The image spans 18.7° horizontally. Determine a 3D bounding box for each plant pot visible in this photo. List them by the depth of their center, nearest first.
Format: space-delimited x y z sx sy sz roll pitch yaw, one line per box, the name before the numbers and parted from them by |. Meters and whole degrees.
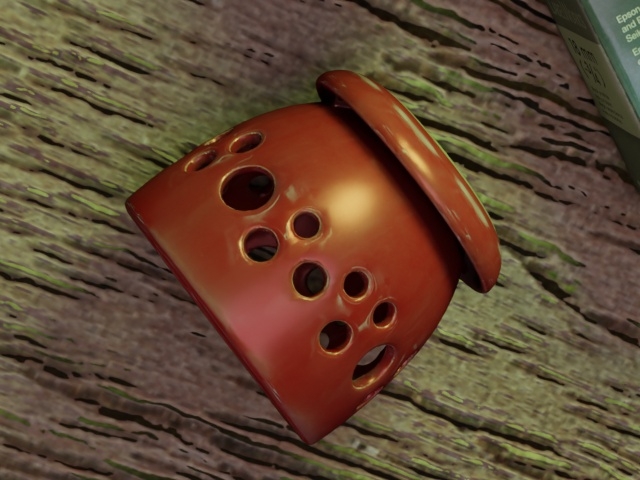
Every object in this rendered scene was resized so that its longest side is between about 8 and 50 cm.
plant pot | 0.000 0.000 1.195 0.174 0.191 0.191 -40 110 -4

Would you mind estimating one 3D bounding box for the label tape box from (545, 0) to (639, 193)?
label tape box | 0.260 -0.197 1.224 0.240 0.106 0.334 -29 108 -1
